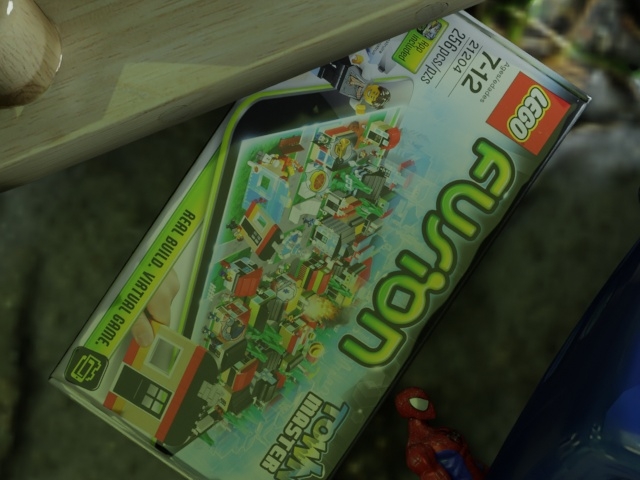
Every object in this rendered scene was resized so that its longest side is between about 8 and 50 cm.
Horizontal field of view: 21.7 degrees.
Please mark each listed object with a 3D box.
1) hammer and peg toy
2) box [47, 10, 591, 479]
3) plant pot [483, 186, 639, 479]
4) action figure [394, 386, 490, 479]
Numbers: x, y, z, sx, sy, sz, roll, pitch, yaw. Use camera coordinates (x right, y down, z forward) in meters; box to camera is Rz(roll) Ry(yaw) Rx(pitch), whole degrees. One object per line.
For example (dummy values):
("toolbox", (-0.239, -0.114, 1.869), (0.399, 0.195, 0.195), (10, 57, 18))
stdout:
("hammer and peg toy", (0.003, -0.186, 0.583), (0.361, 0.127, 0.266), (-20, 73, 3))
("box", (0.000, 0.000, 0.646), (0.114, 0.036, 0.207), (34, 90, 4))
("plant pot", (0.196, 0.047, 0.527), (0.236, 0.236, 0.212), (24, 68, 5))
("action figure", (0.066, 0.104, 0.638), (0.030, 0.038, 0.115), (-40, 87, 24))
